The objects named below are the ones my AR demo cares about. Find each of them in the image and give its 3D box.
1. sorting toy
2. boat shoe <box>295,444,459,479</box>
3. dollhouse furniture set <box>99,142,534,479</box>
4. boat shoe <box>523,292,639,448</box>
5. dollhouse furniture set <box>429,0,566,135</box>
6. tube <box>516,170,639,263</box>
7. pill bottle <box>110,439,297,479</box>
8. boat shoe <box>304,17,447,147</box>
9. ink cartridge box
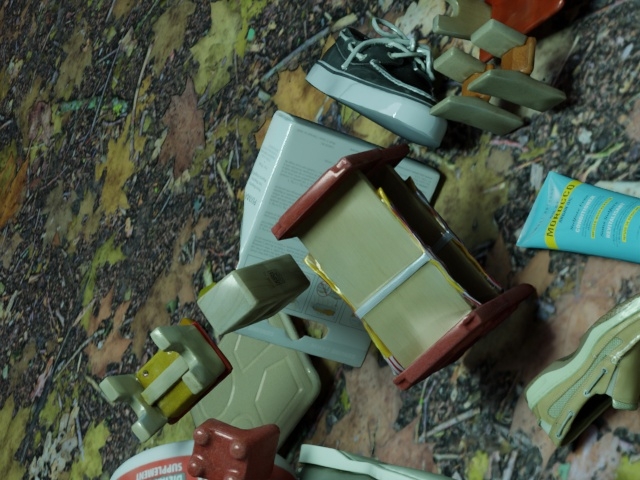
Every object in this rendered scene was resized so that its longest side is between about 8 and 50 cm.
[{"bbox_3d":[-0.093,0.154,1.656,0.229,0.041,0.307,-59,34,23],"label":"sorting toy"},{"bbox_3d":[0.065,0.259,1.303,0.305,0.109,0.091,-2,72,62],"label":"boat shoe"},{"bbox_3d":[-0.008,0.098,1.334,0.374,0.152,0.201,-43,78,24],"label":"dollhouse furniture set"},{"bbox_3d":[0.253,0.112,1.155,0.190,0.068,0.072,-53,48,41],"label":"boat shoe"},{"bbox_3d":[0.230,-0.260,1.357,0.259,0.135,0.262,-31,48,59],"label":"dollhouse furniture set"},{"bbox_3d":[0.253,-0.016,1.235,0.080,0.052,0.207,-60,26,-6],"label":"tube"},{"bbox_3d":[-0.114,0.405,1.387,0.210,0.210,0.363,-38,44,39],"label":"pill bottle"},{"bbox_3d":[0.076,-0.183,1.524,0.105,0.113,0.306,-60,18,5],"label":"boat shoe"},{"bbox_3d":[0.000,0.000,1.458,0.232,0.189,0.066,-67,26,11],"label":"ink cartridge box"}]
